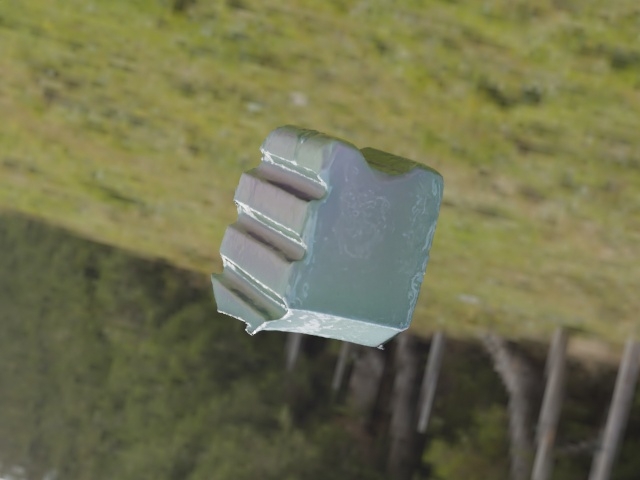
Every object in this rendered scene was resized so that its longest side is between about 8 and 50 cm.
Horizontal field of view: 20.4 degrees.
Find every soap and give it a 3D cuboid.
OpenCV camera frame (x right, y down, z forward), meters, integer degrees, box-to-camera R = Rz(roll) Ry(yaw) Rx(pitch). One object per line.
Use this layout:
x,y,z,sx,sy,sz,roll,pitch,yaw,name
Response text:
0.000,0.000,1.227,0.091,0.145,0.230,15,-176,-15,soap
